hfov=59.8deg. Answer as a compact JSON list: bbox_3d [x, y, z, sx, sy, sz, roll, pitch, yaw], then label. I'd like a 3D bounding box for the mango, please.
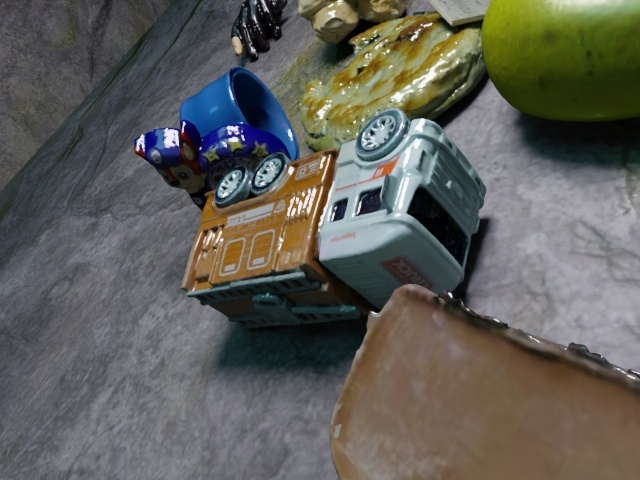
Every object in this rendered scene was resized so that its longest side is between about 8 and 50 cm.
[{"bbox_3d":[0.264,-0.190,0.487,0.185,0.149,0.273,-47,38,-12],"label":"mango"}]

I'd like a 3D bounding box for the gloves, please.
[{"bbox_3d":[-0.160,-0.510,1.316,0.129,0.106,0.181,2,49,44],"label":"gloves"}]

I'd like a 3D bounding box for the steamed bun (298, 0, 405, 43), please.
[{"bbox_3d":[0.062,-0.423,0.997,0.177,0.106,0.192,-12,29,18],"label":"steamed bun"}]

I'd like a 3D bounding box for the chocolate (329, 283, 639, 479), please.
[{"bbox_3d":[0.115,0.133,0.336,0.261,0.083,0.161,28,91,56],"label":"chocolate"}]

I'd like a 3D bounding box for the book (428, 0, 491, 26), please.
[{"bbox_3d":[0.235,-0.313,0.712,0.172,0.012,0.118,-12,39,1],"label":"book"}]

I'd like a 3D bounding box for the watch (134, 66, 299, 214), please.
[{"bbox_3d":[-0.128,-0.149,0.807,0.171,0.196,0.200,-18,47,17],"label":"watch"}]

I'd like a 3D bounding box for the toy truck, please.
[{"bbox_3d":[0.000,0.000,0.559,0.305,0.136,0.162,-13,50,40],"label":"toy truck"}]

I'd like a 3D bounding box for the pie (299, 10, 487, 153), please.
[{"bbox_3d":[0.095,-0.226,0.774,0.302,0.067,0.303,-27,35,21],"label":"pie"}]
